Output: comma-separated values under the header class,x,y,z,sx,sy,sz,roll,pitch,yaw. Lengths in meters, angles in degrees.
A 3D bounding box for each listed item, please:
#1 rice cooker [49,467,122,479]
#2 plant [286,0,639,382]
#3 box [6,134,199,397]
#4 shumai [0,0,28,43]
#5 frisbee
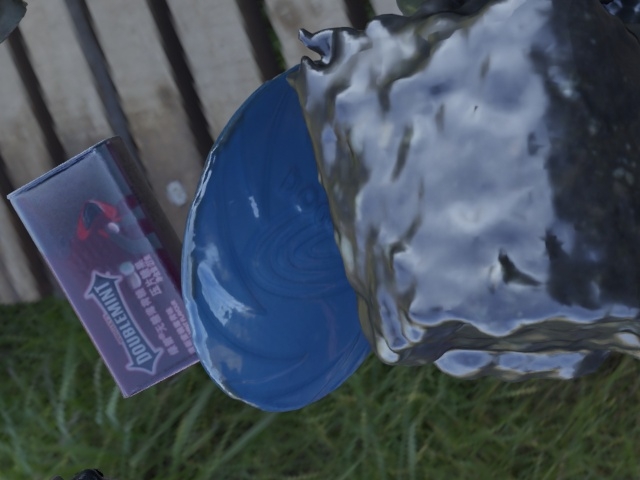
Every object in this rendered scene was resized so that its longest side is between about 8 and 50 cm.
class,x,y,z,sx,sy,sz,roll,pitch,yaw
rice cooker,-0.193,0.306,1.226,0.203,0.118,0.142,48,159,6
plant,0.101,-0.071,0.660,0.199,0.188,0.276,-15,66,41
box,-0.187,0.025,1.236,0.120,0.069,0.224,-26,96,12
shumai,-0.277,-0.203,0.820,0.184,0.218,0.185,41,116,60
frisbee,0.003,0.001,1.051,0.049,0.289,0.290,12,120,37
